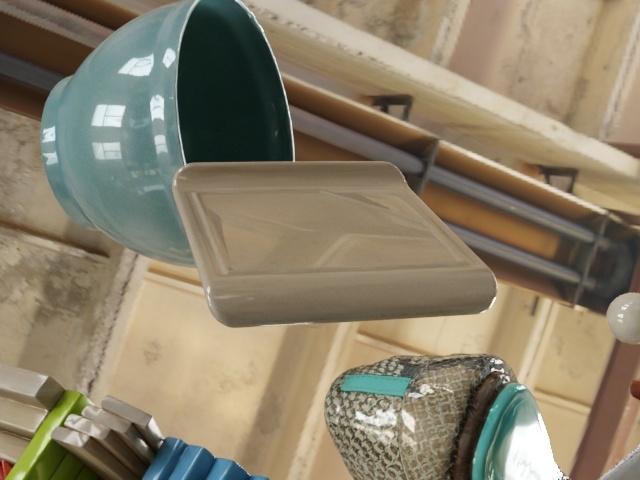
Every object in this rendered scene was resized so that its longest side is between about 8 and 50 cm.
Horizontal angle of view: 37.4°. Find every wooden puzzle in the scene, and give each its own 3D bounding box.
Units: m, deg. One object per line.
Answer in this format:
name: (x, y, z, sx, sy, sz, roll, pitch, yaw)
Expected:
wooden puzzle: (0.000, 0.000, 0.777, 0.221, 0.238, 0.044, -2, -62, -15)

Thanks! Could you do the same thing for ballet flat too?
ballet flat: (0.144, 0.249, 0.799, 0.164, 0.182, 0.483, -59, -47, -29)

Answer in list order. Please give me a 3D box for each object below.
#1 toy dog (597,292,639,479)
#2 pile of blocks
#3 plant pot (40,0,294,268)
toy dog: (0.241, 0.080, 0.589, 0.220, 0.161, 0.333, -59, -44, -28)
pile of blocks: (-0.128, 0.210, 0.705, 0.112, 0.362, 0.149, -61, -21, -28)
plant pot: (-0.170, -0.104, 1.014, 0.293, 0.196, 0.293, -6, -90, -70)
